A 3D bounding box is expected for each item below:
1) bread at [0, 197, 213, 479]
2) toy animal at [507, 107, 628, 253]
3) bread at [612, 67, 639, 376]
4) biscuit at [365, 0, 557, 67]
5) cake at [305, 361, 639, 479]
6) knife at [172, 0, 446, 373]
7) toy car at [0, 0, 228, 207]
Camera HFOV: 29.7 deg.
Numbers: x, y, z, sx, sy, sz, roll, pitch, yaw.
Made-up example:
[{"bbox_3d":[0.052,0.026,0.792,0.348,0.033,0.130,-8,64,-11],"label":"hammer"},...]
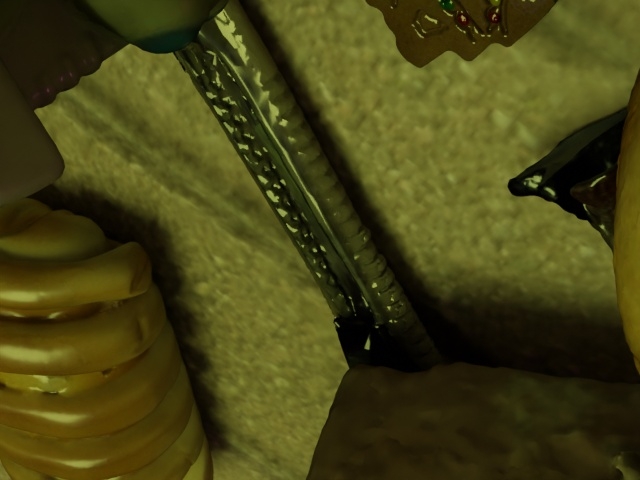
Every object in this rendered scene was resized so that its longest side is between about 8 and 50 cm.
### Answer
[{"bbox_3d":[-0.173,0.107,0.856,0.173,0.121,0.311,14,139,25],"label":"bread"},{"bbox_3d":[0.155,0.019,0.544,0.070,0.105,0.202,-34,121,7],"label":"toy animal"},{"bbox_3d":[0.180,0.020,0.419,0.120,0.198,0.236,-8,124,34],"label":"bread"},{"bbox_3d":[0.059,-0.107,0.528,0.092,0.016,0.082,15,138,28],"label":"biscuit"},{"bbox_3d":[0.112,0.230,0.644,0.237,0.230,0.309,3,140,21],"label":"cake"},{"bbox_3d":[-0.003,0.004,0.675,0.089,0.043,0.365,-4,128,39],"label":"knife"},{"bbox_3d":[-0.186,-0.197,0.445,0.242,0.226,0.336,1,133,37],"label":"toy car"}]
